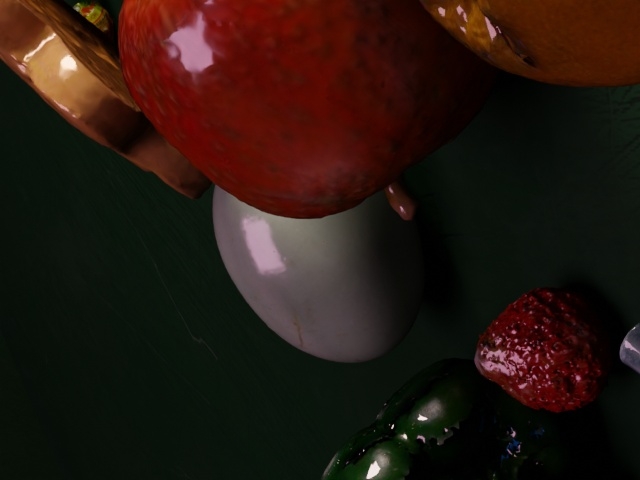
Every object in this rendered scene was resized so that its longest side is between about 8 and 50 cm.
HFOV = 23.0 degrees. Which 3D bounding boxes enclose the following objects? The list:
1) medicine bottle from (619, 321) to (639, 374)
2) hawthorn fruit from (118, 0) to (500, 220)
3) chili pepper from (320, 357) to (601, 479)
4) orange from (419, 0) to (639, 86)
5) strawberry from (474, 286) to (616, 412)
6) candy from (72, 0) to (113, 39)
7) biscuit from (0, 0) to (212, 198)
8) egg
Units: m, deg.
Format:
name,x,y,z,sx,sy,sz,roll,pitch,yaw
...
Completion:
name,x,y,z,sx,sy,sz,roll,pitch,yaw
medicine bottle,0.277,0.124,1.025,0.208,0.054,0.090,45,150,42
hawthorn fruit,-0.003,-0.146,1.111,0.299,0.275,0.275,60,159,-9
chili pepper,0.109,0.229,1.286,0.256,0.233,0.248,121,128,-74
orange,0.135,-0.181,0.805,0.249,0.183,0.249,39,171,8
strawberry,0.168,0.084,1.180,0.106,0.106,0.106,48,152,37
candy,-0.257,-0.199,1.921,0.060,0.060,0.201,31,148,55
biscuit,-0.187,-0.131,1.275,0.275,0.052,0.355,44,-176,4
egg,0.000,0.000,1.374,0.231,0.168,0.168,61,159,-7
